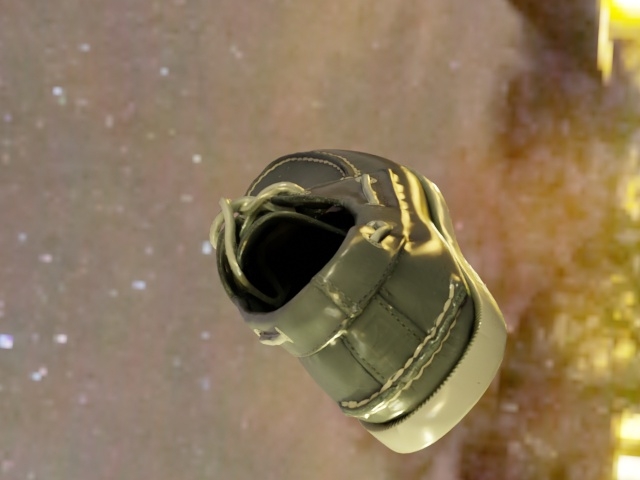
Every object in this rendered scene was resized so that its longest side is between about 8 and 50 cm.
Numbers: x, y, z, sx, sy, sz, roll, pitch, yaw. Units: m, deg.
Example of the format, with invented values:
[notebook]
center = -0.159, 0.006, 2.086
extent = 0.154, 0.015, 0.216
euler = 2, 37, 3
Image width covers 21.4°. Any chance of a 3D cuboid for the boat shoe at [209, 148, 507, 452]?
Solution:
[boat shoe]
center = 0.000, 0.000, 0.871
extent = 0.116, 0.099, 0.319
euler = -49, 21, 6
